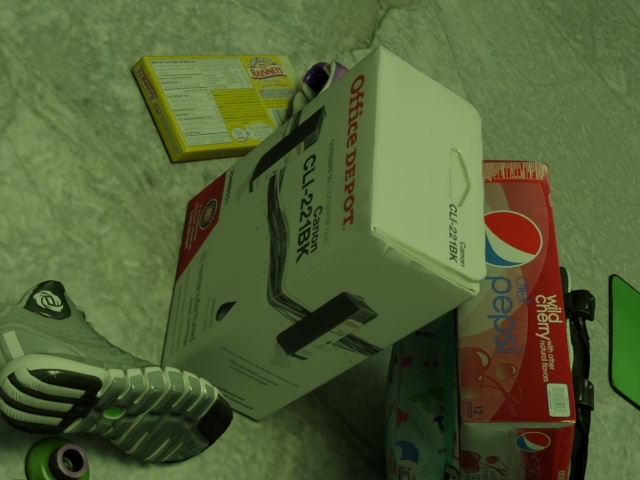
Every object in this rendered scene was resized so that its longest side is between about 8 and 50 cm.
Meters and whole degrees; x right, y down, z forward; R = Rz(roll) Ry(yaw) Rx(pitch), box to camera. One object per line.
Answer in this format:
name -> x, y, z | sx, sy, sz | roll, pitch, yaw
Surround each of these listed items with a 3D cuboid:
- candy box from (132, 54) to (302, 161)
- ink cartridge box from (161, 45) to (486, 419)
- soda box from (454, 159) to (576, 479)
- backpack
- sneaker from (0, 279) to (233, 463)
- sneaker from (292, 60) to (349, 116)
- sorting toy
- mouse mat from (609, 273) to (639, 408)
candy box -> -0.086, -0.134, 1.224 | 0.206, 0.027, 0.105 | -10, 69, -49
ink cartridge box -> 0.000, 0.000, 1.022 | 0.114, 0.273, 0.197 | 30, 45, -29
soda box -> 0.147, 0.058, 0.975 | 0.092, 0.084, 0.263 | 83, 9, -49
backpack -> 0.154, 0.168, 1.113 | 0.253, 0.191, 0.225 | 75, 18, -48
sneaker -> -0.166, 0.089, 0.946 | 0.229, 0.086, 0.132 | 29, 20, -52
sneaker -> 0.064, -0.132, 1.299 | 0.161, 0.102, 0.282 | 51, 24, 3
sorting toy -> -0.190, 0.179, 0.884 | 0.061, 0.042, 0.102 | 48, 39, -9
mouse mat -> 0.416, 0.147, 1.564 | 0.153, 0.007, 0.189 | 36, 44, -23
